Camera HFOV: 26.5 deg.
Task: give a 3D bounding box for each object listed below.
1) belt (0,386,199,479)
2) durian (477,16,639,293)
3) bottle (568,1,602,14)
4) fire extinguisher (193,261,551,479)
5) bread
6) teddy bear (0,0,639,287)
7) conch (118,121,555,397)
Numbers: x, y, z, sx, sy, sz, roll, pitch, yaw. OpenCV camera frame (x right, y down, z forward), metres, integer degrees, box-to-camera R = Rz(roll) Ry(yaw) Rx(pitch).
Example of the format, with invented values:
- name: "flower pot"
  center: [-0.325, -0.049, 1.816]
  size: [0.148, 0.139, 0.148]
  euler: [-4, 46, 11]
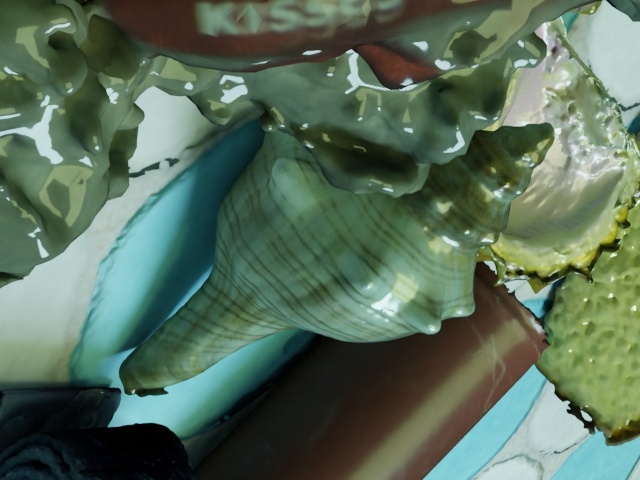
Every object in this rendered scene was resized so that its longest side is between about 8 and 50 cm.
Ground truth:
- name: "belt"
  center: [-0.137, 0.188, 0.685]
  size: [0.218, 0.122, 0.128]
  euler: [-58, 152, 12]
- name: "durian"
  center: [0.104, -0.072, 0.762]
  size: [0.140, 0.078, 0.224]
  euler: [-36, 123, -15]
- name: "bottle"
  center: [0.173, -0.189, 0.690]
  size: [0.209, 0.097, 0.110]
  euler: [-32, 142, -25]
- name: "fire extinguisher"
  center: [-0.013, 0.149, 0.836]
  size: [0.337, 0.106, 0.147]
  euler: [-44, 173, -7]
- name: "bread"
  center: [0.270, 0.022, 1.023]
  size: [0.134, 0.129, 0.260]
  euler: [-14, 137, -46]
- name: "teddy bear"
  center: [-0.055, -0.091, 0.407]
  size: [0.367, 0.224, 0.357]
  euler: [-50, 136, 5]
- name: "conch"
  center: [0.002, -0.013, 0.661]
  size: [0.114, 0.234, 0.137]
  euler: [64, 35, -32]
